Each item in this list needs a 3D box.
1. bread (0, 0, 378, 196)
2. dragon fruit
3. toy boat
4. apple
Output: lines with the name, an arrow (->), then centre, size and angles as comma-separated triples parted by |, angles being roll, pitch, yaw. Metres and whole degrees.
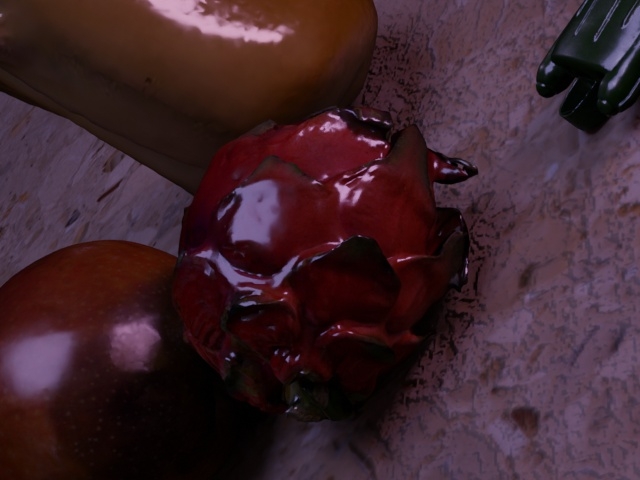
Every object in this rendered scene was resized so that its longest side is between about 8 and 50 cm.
bread -> -0.144, -0.196, 1.054 | 0.253, 0.376, 0.348 | -60, 1, -7
dragon fruit -> 0.000, 0.000, 0.832 | 0.192, 0.193, 0.274 | 115, 171, -54
toy boat -> 0.219, -0.167, 0.791 | 0.210, 0.052, 0.104 | -55, 24, -1
apple -> -0.160, 0.115, 0.927 | 0.230, 0.230, 0.230 | -39, 31, 29
